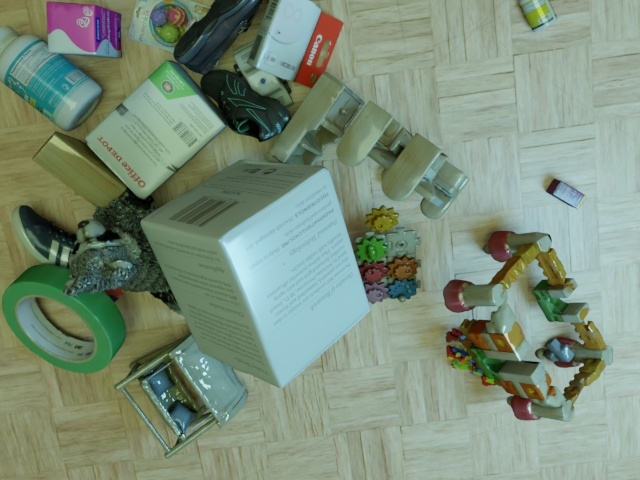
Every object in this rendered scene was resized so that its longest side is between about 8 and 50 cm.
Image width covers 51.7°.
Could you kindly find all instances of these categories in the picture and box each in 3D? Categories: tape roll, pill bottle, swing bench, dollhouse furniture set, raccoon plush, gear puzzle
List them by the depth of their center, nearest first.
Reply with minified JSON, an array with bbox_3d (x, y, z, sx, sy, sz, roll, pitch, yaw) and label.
[{"bbox_3d":[0.106,-0.178,1.585,0.394,0.362,0.256,40,101,19],"label":"dollhouse furniture set"},{"bbox_3d":[-0.419,0.094,1.591,0.216,0.299,0.446,-38,122,16],"label":"raccoon plush"},{"bbox_3d":[-0.682,-0.402,1.620,0.264,0.146,0.146,39,100,-8],"label":"pill bottle"},{"bbox_3d":[0.530,-0.580,1.625,0.065,0.065,0.116,-29,102,7],"label":"pill bottle"},{"bbox_3d":[0.177,0.046,1.714,0.175,0.044,0.339,-7,131,1],"label":"gear puzzle"},{"bbox_3d":[-0.673,0.210,1.733,0.321,0.077,0.321,10,128,13],"label":"tape roll"},{"bbox_3d":[-0.372,0.406,1.812,0.254,0.165,0.253,-31,102,7],"label":"swing bench"}]

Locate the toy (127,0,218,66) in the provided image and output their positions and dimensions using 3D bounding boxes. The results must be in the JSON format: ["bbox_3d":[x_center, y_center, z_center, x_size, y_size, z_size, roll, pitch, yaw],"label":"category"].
[{"bbox_3d":[-0.354,-0.533,1.635,0.237,0.056,0.137,17,102,-5],"label":"toy"}]

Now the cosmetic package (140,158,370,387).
[{"bbox_3d":[-0.144,0.061,1.547,0.327,0.329,0.394,-37,123,-33],"label":"cosmetic package"}]

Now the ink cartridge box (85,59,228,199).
[{"bbox_3d":[-0.407,-0.277,1.664,0.289,0.121,0.211,-40,101,8],"label":"ink cartridge box"}]

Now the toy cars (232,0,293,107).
[{"bbox_3d":[-0.119,-0.496,1.614,0.176,0.087,0.394,11,109,-7],"label":"toy cars"}]

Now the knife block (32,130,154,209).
[{"bbox_3d":[-0.542,-0.134,1.645,0.088,0.275,0.242,-45,70,9],"label":"knife block"}]

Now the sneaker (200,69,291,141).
[{"bbox_3d":[-0.202,-0.331,1.617,0.267,0.101,0.106,31,62,19],"label":"sneaker"}]

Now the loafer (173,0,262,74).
[{"bbox_3d":[-0.220,-0.518,1.574,0.302,0.109,0.095,-38,137,19],"label":"loafer"}]

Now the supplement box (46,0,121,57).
[{"bbox_3d":[-0.553,-0.493,1.559,0.113,0.220,0.111,3,104,-1],"label":"supplement box"}]

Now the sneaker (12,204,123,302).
[{"bbox_3d":[-0.644,0.024,1.738,0.148,0.131,0.350,-34,111,9],"label":"sneaker"}]

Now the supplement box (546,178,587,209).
[{"bbox_3d":[0.649,-0.123,1.744,0.083,0.055,0.043,29,101,-8],"label":"supplement box"}]

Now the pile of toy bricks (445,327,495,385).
[{"bbox_3d":[0.413,0.333,1.843,0.212,0.118,0.105,24,132,-22],"label":"pile of toy bricks"}]

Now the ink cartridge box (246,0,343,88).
[{"bbox_3d":[-0.045,-0.474,1.586,0.232,0.066,0.189,12,107,-39],"label":"ink cartridge box"}]

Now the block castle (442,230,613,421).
[{"bbox_3d":[0.529,0.226,1.718,0.303,0.212,0.453,-42,107,-28],"label":"block castle"}]
